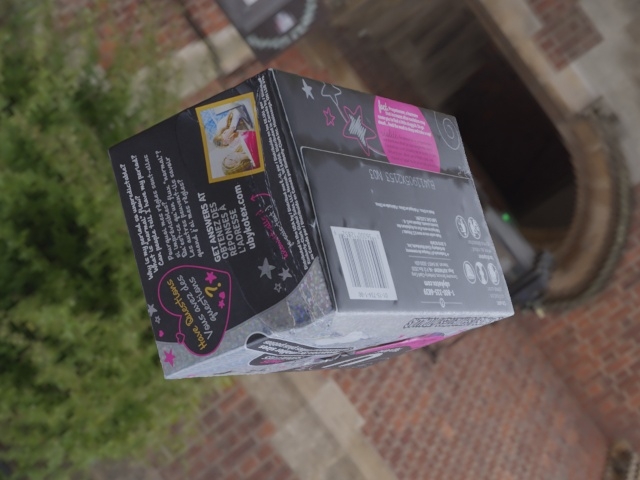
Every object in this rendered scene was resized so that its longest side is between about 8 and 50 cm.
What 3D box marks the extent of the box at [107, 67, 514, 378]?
[{"bbox_3d":[0.000,0.000,0.909,0.142,0.163,0.247,-23,166,30],"label":"box"}]
